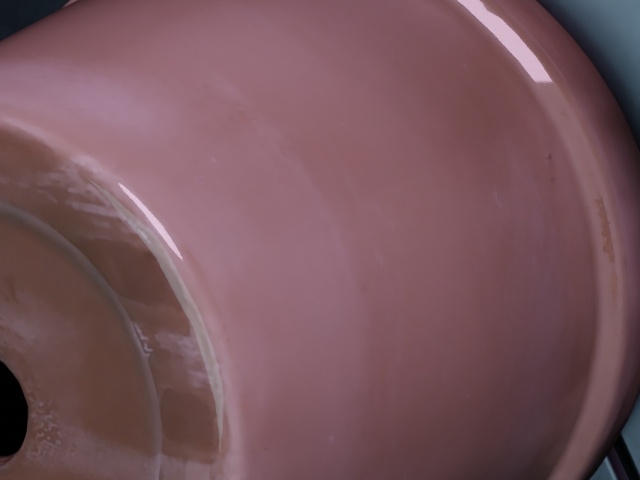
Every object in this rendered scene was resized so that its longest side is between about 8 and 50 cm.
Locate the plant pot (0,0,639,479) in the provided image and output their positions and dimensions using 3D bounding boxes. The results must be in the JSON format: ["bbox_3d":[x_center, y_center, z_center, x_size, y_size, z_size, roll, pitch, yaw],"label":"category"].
[{"bbox_3d":[-0.052,0.032,0.549,0.323,0.280,0.323,5,102,22],"label":"plant pot"}]
